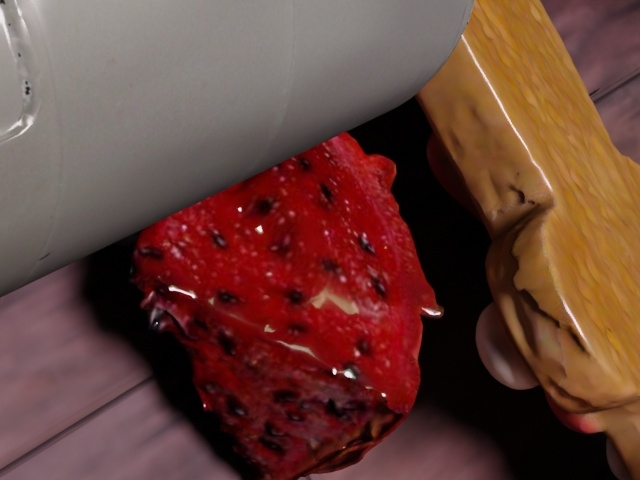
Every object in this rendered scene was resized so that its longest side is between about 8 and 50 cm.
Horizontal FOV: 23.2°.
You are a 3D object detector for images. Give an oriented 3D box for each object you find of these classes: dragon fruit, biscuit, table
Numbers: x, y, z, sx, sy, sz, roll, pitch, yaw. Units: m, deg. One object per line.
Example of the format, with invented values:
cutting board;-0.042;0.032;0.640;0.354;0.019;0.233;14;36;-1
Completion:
dragon fruit;0.003;0.000;0.485;0.097;0.063;0.131;57;34;-34
biscuit;0.083;-0.002;0.551;0.339;0.047;0.216;61;23;-2
table;-0.075;-0.055;0.381;0.220;0.126;0.126;-30;93;-41

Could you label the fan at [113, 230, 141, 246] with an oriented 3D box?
fan;-0.101;-0.131;0.486;0.057;0.023;0.282;-20;87;-46
